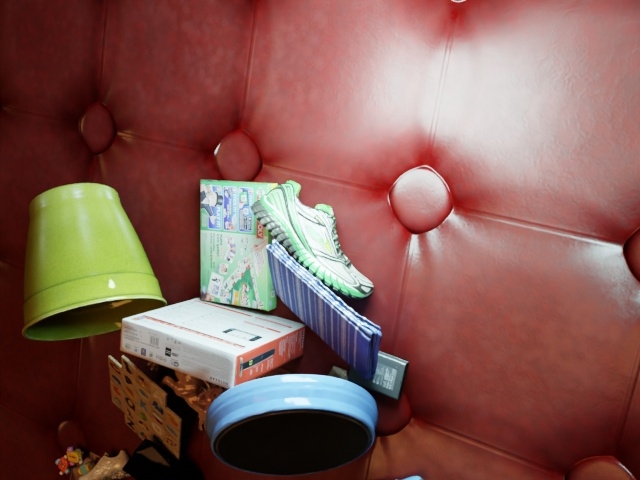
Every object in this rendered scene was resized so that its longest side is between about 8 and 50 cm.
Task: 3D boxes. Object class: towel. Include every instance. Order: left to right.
[{"bbox_3d":[0.007,0.161,1.535,0.336,0.040,0.243,40,156,25],"label":"towel"}]

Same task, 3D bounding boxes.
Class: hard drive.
[{"bbox_3d":[0.132,0.307,1.580,0.135,0.022,0.094,17,105,26],"label":"hard drive"}]

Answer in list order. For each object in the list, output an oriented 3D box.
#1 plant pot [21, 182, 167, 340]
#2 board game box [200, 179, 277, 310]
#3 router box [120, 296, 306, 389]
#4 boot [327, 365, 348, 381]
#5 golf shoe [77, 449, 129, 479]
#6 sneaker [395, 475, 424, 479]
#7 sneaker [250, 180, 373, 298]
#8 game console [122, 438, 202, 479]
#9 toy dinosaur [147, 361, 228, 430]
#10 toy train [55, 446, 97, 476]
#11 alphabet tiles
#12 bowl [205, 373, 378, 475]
[{"bbox_3d":[-0.631,0.048,1.813,0.366,0.366,0.353,-24,72,29],"label":"plant pot"},{"bbox_3d":[-0.210,0.008,1.718,0.213,0.046,0.317,6,99,27],"label":"board game box"},{"bbox_3d":[-0.252,0.234,1.625,0.335,0.301,0.082,12,102,28],"label":"router box"},{"bbox_3d":[0.041,0.374,1.636,0.106,0.037,0.114,44,110,15],"label":"boot"},{"bbox_3d":[-0.653,0.688,2.036,0.176,0.069,0.086,-18,68,7],"label":"golf shoe"},{"bbox_3d":[0.150,0.597,1.584,0.209,0.069,0.082,-43,72,27],"label":"sneaker"},{"bbox_3d":[0.000,0.000,1.552,0.146,0.134,0.343,-44,86,-1],"label":"sneaker"},{"bbox_3d":[-0.500,0.737,1.948,0.213,0.044,0.361,37,118,-1],"label":"game console"},{"bbox_3d":[-0.332,0.343,1.782,0.200,0.127,0.295,-12,92,30],"label":"toy dinosaur"},{"bbox_3d":[-0.759,0.713,2.121,0.166,0.046,0.125,28,116,23],"label":"toy train"},{"bbox_3d":[-0.489,0.470,1.872,0.285,0.011,0.342,35,137,21],"label":"alphabet tiles"},{"bbox_3d":[-0.062,0.428,1.516,0.391,0.391,0.077,-32,43,28],"label":"bowl"}]
